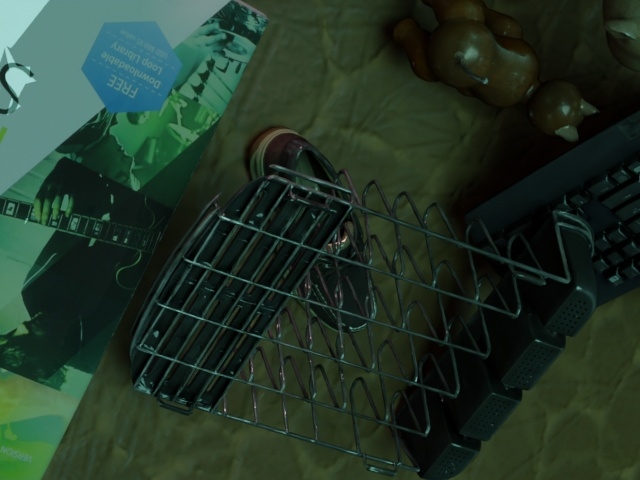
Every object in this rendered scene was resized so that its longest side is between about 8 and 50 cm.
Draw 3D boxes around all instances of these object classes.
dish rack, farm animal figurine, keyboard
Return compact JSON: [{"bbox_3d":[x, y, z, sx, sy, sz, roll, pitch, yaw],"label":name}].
[{"bbox_3d":[0.023,0.047,1.009,0.271,0.074,0.208,18,123,-25],"label":"dish rack"},{"bbox_3d":[0.201,-0.199,0.958,0.330,0.172,0.327,-38,145,-4],"label":"farm animal figurine"},{"bbox_3d":[0.260,-0.018,1.019,0.201,0.317,0.033,35,45,-25],"label":"keyboard"}]

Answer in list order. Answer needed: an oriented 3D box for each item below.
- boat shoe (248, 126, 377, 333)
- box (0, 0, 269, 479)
[{"bbox_3d":[0.000,0.000,1.040,0.056,0.049,0.152,-34,116,-15],"label":"boat shoe"},{"bbox_3d":[-0.198,-0.039,0.924,0.232,0.058,0.322,26,91,-30],"label":"box"}]
